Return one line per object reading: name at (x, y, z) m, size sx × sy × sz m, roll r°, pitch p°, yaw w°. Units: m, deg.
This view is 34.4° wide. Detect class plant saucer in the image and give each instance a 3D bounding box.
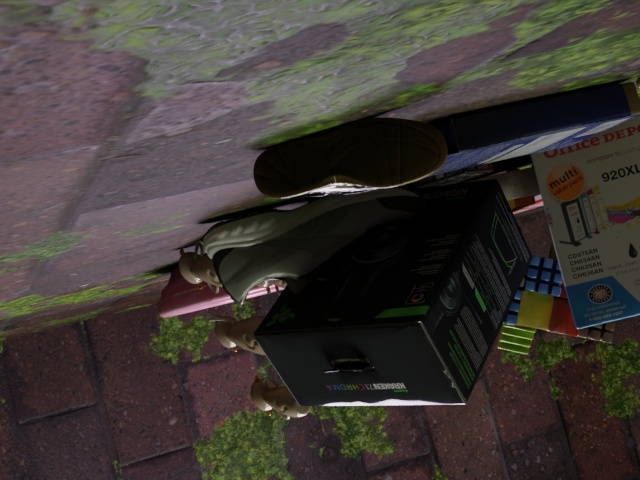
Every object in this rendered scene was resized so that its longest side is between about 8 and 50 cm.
plant saucer at (-0.133, 0.060, 1.847) m, size 0.332 × 0.084 × 0.332 m, roll -14°, pitch 177°, yaw -1°

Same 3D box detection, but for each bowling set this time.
bowling set at (-0.057, 0.102, 1.508) m, size 0.200 × 0.287 × 0.154 m, roll -30°, pitch -164°, yaw -31°

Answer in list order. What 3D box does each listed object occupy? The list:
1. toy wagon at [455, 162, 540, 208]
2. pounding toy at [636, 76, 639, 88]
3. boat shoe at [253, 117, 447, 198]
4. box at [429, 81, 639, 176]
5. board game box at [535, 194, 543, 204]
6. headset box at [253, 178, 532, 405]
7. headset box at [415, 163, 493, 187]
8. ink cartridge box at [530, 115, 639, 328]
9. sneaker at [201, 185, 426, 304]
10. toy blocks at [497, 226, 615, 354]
toy wagon at (0.188, -0.049, 1.535) m, size 0.267 × 0.068 × 0.344 m, roll -13°, pitch 176°, yaw -9°
pounding toy at (0.364, -0.133, 0.866) m, size 0.130 × 0.100 × 0.141 m, roll -29°, pitch 179°, yaw -1°
boat shoe at (0.025, -0.064, 0.807) m, size 0.152 × 0.056 × 0.049 m, roll -5°, pitch -176°, yaw 14°
box at (0.164, -0.096, 0.958) m, size 0.225 × 0.036 × 0.136 m, roll -14°, pitch 176°, yaw -18°
board game box at (0.419, -0.089, 2.029) m, size 0.193 × 0.045 × 0.147 m, roll -17°, pitch 176°, yaw 35°
headset box at (0.089, 0.073, 1.262) m, size 0.246 × 0.131 × 0.283 m, roll -7°, pitch -145°, yaw 38°
headset box at (0.148, -0.082, 1.146) m, size 0.062 × 0.032 × 0.083 m, roll -16°, pitch 177°, yaw 34°
ink cartridge box at (0.365, -0.028, 1.243) m, size 0.171 × 0.232 × 0.168 m, roll -15°, pitch 174°, yaw 17°
sneaker at (0.000, 0.000, 1.242) m, size 0.272 × 0.108 × 0.100 m, roll -17°, pitch 175°, yaw -5°
toy blocks at (0.279, 0.067, 1.470) m, size 0.381 × 0.190 × 0.261 m, roll 12°, pitch 179°, yaw 7°
